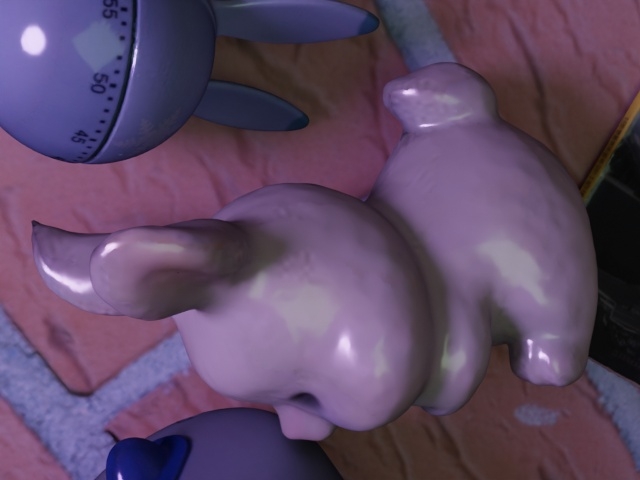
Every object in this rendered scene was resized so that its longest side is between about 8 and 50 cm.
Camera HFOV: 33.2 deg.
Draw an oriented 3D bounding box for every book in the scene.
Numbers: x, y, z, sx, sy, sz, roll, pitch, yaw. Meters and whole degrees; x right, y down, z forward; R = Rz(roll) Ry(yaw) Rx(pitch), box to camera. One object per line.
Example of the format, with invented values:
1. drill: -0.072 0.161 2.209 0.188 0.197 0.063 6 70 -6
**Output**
1. book: 0.359 -0.039 0.955 0.263 0.028 0.373 29 93 -22

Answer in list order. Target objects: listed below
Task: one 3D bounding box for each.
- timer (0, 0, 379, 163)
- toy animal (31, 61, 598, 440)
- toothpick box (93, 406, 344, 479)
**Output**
1. timer: -0.112 -0.142 0.715 0.255 0.175 0.175 -23 113 -41
2. toy animal: 0.004 0.010 0.737 0.368 0.196 0.241 -12 92 -28
3. toothpick box: -0.052 0.285 0.771 0.263 0.263 0.354 -34 111 -8
